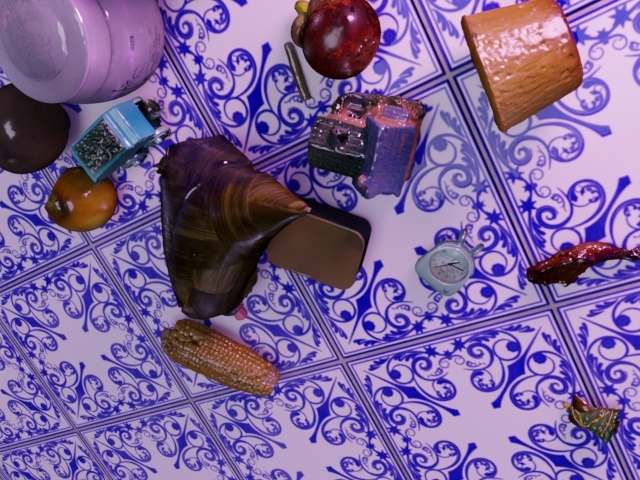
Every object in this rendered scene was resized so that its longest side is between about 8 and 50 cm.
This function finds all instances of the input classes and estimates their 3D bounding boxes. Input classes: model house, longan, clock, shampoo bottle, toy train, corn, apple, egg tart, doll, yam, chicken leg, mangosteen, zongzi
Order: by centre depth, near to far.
[{"bbox_3d":[0.319,-0.290,0.978,0.147,0.202,0.202,-21,105,19],"label":"egg tart"},{"bbox_3d":[0.012,-0.364,1.083,0.181,0.146,0.156,28,124,7],"label":"mangosteen"},{"bbox_3d":[0.079,-0.175,1.135,0.183,0.172,0.166,17,121,14],"label":"model house"},{"bbox_3d":[0.485,0.041,1.151,0.205,0.053,0.093,-22,128,36],"label":"chicken leg"},{"bbox_3d":[-0.457,-0.399,1.185,0.273,0.266,0.273,10,118,18],"label":"shampoo bottle"},{"bbox_3d":[-0.046,-0.326,1.199,0.021,0.021,0.116,-10,112,26],"label":"yam"},{"bbox_3d":[-0.162,0.034,1.218,0.432,0.208,0.403,30,125,44],"label":"zongzi"},{"bbox_3d":[0.264,0.042,1.243,0.101,0.041,0.135,41,121,-1],"label":"clock"},{"bbox_3d":[0.553,0.370,1.266,0.113,0.076,0.078,10,126,18],"label":"doll"},{"bbox_3d":[-0.430,-0.217,1.322,0.203,0.163,0.112,-35,97,31],"label":"toy train"},{"bbox_3d":[-0.658,-0.251,1.382,0.198,0.198,0.212,22,132,11],"label":"longan"},{"bbox_3d":[-0.564,-0.098,1.442,0.163,0.147,0.146,30,121,8],"label":"apple"},{"bbox_3d":[-0.253,0.291,1.528,0.322,0.119,0.119,26,121,9],"label":"corn"}]

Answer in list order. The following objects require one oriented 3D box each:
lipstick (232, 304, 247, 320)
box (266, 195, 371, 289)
[{"bbox_3d":[-0.247,0.093,1.470,0.053,0.053,0.234,-28,106,30],"label":"lipstick"},{"bbox_3d":[0.000,0.000,1.298,0.201,0.090,0.144,19,120,13],"label":"box"}]
